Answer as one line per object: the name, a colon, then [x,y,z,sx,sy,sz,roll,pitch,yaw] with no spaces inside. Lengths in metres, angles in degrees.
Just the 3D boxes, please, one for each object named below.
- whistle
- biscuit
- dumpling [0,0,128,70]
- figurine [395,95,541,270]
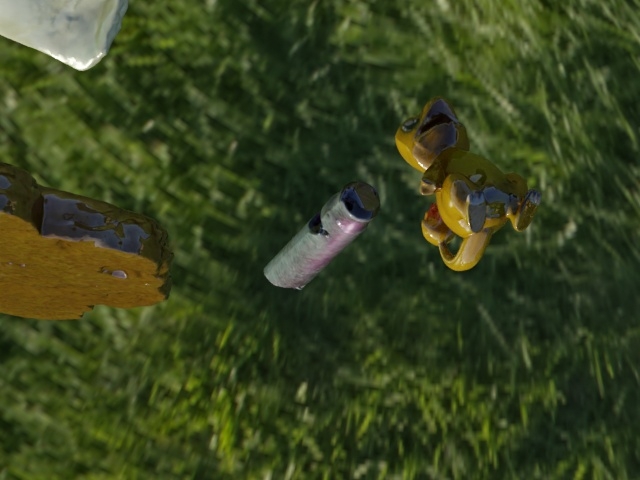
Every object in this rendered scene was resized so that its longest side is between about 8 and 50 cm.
whistle: [0.000,0.000,1.346,0.033,0.176,0.033,7,68,-18]
biscuit: [-0.181,-0.003,1.032,0.208,0.290,0.041,4,77,7]
dumpling: [-0.247,-0.265,1.545,0.252,0.131,0.179,36,114,14]
figurine: [0.124,-0.050,1.797,0.121,0.176,0.122,-2,133,-29]
